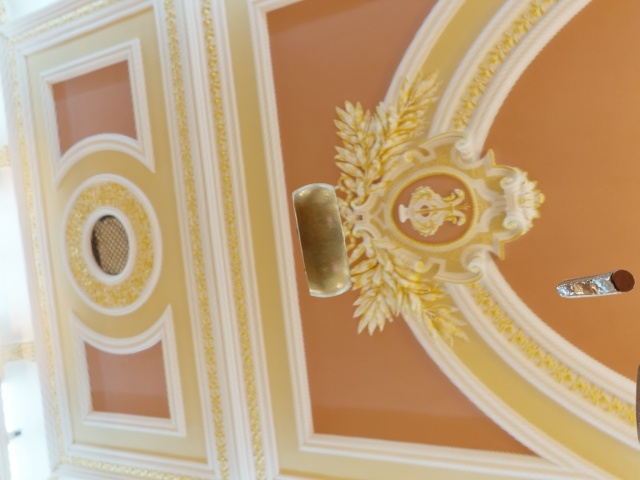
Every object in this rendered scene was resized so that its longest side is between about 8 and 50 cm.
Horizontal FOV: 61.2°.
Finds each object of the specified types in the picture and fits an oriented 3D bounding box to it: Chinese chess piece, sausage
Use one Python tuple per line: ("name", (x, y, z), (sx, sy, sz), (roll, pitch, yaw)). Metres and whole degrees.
("Chinese chess piece", (0.000, 0.000, 0.395), (0.034, 0.084, 0.084), (-10, -90, -1))
("sausage", (0.294, 0.049, 0.588), (0.026, 0.116, 0.026), (1, -99, -4))

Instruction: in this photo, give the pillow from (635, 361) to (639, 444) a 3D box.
("pillow", (0.408, 0.207, 0.651), (0.048, 0.090, 0.150), (-2, -94, 8))
